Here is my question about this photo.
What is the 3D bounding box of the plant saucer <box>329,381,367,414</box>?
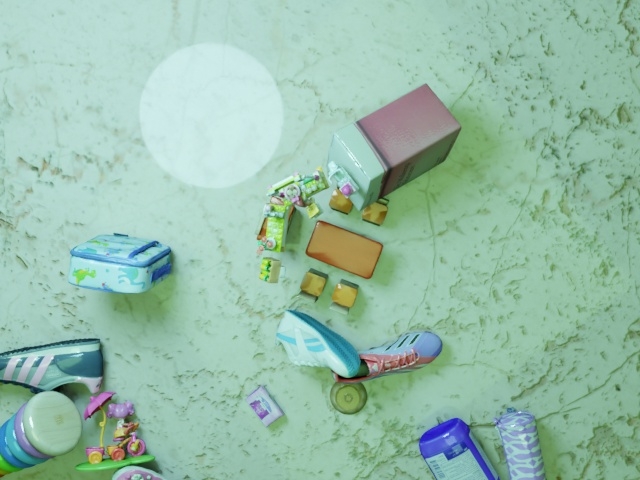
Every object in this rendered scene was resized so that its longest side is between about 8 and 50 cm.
[{"bbox_3d":[0.062,0.346,1.673,0.083,0.015,0.084,0,93,4],"label":"plant saucer"}]

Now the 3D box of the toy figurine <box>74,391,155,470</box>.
[{"bbox_3d":[-0.458,0.415,1.680,0.173,0.130,0.159,-3,83,-14],"label":"toy figurine"}]

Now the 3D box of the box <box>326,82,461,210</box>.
[{"bbox_3d":[0.145,-0.187,1.529,0.232,0.149,0.127,-31,74,-17],"label":"box"}]

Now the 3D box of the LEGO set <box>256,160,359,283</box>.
[{"bbox_3d":[-0.066,-0.046,1.468,0.132,0.107,0.287,46,107,13],"label":"LEGO set"}]

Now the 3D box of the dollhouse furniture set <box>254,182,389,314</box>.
[{"bbox_3d":[0.000,0.000,1.602,0.259,0.135,0.262,20,94,3],"label":"dollhouse furniture set"}]

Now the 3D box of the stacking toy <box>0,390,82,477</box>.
[{"bbox_3d":[-0.678,0.457,1.665,0.330,0.141,0.141,-32,90,25],"label":"stacking toy"}]

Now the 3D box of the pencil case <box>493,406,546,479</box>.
[{"bbox_3d":[0.429,0.467,1.614,0.088,0.086,0.206,-12,92,-2],"label":"pencil case"}]

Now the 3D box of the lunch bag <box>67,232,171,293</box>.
[{"bbox_3d":[-0.415,0.048,1.596,0.176,0.219,0.090,10,100,5],"label":"lunch bag"}]

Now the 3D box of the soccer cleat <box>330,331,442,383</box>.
[{"bbox_3d":[0.142,0.258,1.622,0.247,0.095,0.083,-14,94,7],"label":"soccer cleat"}]

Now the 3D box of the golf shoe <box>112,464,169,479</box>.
[{"bbox_3d":[-0.329,0.582,1.676,0.306,0.140,0.115,41,76,-20],"label":"golf shoe"}]

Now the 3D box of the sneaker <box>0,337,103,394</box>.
[{"bbox_3d":[-0.638,0.301,1.679,0.318,0.112,0.131,-9,91,7],"label":"sneaker"}]

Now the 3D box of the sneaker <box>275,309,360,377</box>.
[{"bbox_3d":[-0.006,0.234,1.604,0.228,0.087,0.092,32,101,43],"label":"sneaker"}]

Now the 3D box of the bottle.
[{"bbox_3d":[0.325,0.524,1.618,0.118,0.092,0.283,-32,90,22],"label":"bottle"}]

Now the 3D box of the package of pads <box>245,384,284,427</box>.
[{"bbox_3d":[-0.124,0.368,1.680,0.050,0.032,0.083,-38,89,4],"label":"package of pads"}]
